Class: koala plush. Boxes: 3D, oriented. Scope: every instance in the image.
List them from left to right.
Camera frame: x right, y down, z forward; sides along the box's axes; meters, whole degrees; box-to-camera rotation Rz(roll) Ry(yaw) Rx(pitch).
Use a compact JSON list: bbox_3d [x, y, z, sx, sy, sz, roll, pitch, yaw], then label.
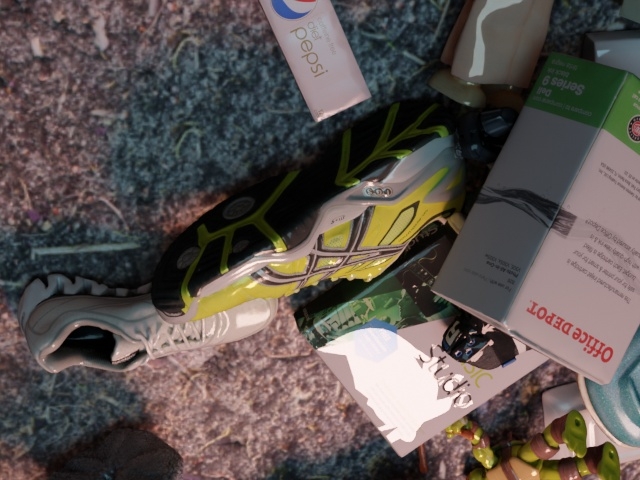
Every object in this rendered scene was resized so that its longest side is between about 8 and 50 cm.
[{"bbox_3d":[-0.219,0.359,1.813,0.196,0.203,0.221,-1,133,19],"label":"koala plush"}]

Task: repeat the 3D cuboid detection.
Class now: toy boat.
[{"bbox_3d":[0.479,0.193,1.866,0.267,0.148,0.318,-36,107,1],"label":"toy boat"}]

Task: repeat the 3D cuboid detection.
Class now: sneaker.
[{"bbox_3d":[-0.187,0.096,1.712,0.292,0.118,0.110,-6,116,-11],"label":"sneaker"},{"bbox_3d":[0.000,0.000,1.670,0.384,0.145,0.147,-28,122,-6],"label":"sneaker"},{"bbox_3d":[0.173,0.073,1.734,0.121,0.079,0.217,-38,124,7],"label":"sneaker"}]

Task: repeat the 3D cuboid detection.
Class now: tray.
[{"bbox_3d":[0.420,0.226,1.969,0.270,0.030,0.145,-13,120,-6],"label":"tray"}]

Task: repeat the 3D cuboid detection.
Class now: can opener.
[{"bbox_3d":[0.194,-0.103,1.675,0.073,0.186,0.059,-4,81,21],"label":"can opener"}]

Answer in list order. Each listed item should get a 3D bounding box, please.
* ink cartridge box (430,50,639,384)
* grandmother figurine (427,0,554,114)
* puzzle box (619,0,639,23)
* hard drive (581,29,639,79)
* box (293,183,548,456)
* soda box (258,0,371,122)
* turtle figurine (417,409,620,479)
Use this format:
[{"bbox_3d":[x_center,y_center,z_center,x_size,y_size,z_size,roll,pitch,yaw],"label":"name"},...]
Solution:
[{"bbox_3d":[0.273,-0.020,1.622,0.211,0.121,0.289,30,87,-42],"label":"ink cartridge box"},{"bbox_3d":[0.216,-0.308,1.611,0.208,0.104,0.342,0,117,-44],"label":"grandmother figurine"},{"bbox_3d":[0.534,-0.287,1.564,0.409,0.052,0.272,27,116,24],"label":"puzzle box"},{"bbox_3d":[0.468,-0.136,1.781,0.353,0.047,0.233,-5,118,-11],"label":"hard drive"},{"bbox_3d":[0.163,0.086,1.820,0.322,0.058,0.232,-35,119,5],"label":"box"},{"bbox_3d":[-0.022,-0.236,1.600,0.069,0.074,0.216,-26,120,1],"label":"soda box"},{"bbox_3d":[0.263,0.292,1.913,0.217,0.087,0.269,-25,108,38],"label":"turtle figurine"}]
